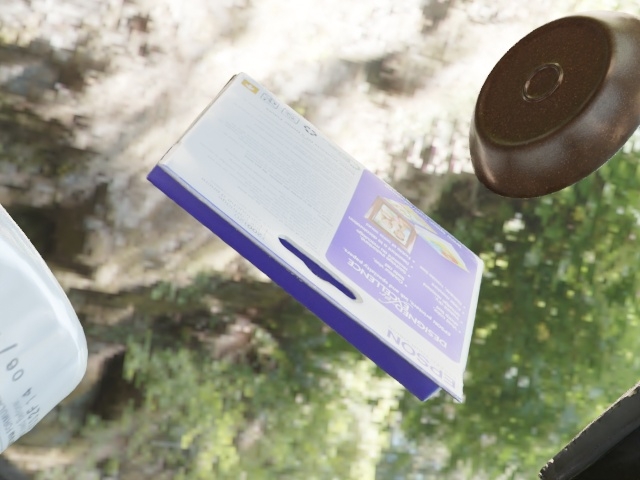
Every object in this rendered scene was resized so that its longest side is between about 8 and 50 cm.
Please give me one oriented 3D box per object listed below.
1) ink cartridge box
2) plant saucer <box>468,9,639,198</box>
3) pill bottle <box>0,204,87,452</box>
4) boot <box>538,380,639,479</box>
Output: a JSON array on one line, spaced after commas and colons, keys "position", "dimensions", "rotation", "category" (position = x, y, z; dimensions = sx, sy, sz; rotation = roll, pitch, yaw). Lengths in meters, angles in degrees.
[{"position": [0.000, 0.000, 0.824], "dimensions": [0.045, 0.206, 0.208], "rotation": [-49, -174, 21], "category": "ink cartridge box"}, {"position": [0.201, -0.128, 1.223], "dimensions": [0.198, 0.036, 0.199], "rotation": [-29, -140, 28], "category": "plant saucer"}, {"position": [-0.202, 0.069, 0.467], "dimensions": [0.229, 0.131, 0.131], "rotation": [-42, -157, -24], "category": "pill bottle"}, {"position": [0.462, 0.309, 1.376], "dimensions": [0.445, 0.146, 0.367], "rotation": [50, -45, 11], "category": "boot"}]
